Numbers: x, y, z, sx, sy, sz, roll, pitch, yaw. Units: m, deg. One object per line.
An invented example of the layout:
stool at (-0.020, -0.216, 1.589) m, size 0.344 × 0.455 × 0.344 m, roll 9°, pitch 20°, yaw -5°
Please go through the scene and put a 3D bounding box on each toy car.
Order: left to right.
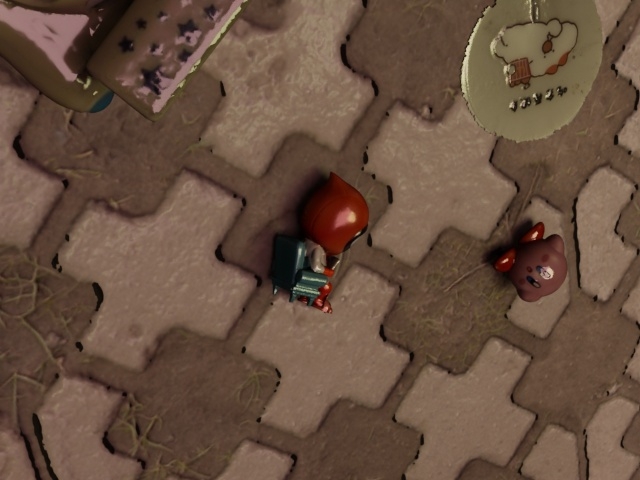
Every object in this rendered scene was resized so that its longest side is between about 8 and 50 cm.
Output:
toy car at (-0.224, -0.258, 0.818) m, size 0.336 × 0.226 × 0.242 m, roll 38°, pitch 91°, yaw -36°

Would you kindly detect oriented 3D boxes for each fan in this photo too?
fan at (0.227, -0.256, 1.195) m, size 0.190 × 0.009 × 0.329 m, roll -18°, pitch 119°, yaw -20°

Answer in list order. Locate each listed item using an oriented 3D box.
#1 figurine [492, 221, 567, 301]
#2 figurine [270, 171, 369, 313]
figurine at (0.252, 0.028, 1.297) m, size 0.083 × 0.071 × 0.067 m, roll -46°, pitch 167°, yaw 6°
figurine at (0.000, 0.000, 1.152) m, size 0.075 × 0.068 × 0.140 m, roll 19°, pitch 95°, yaw -30°
